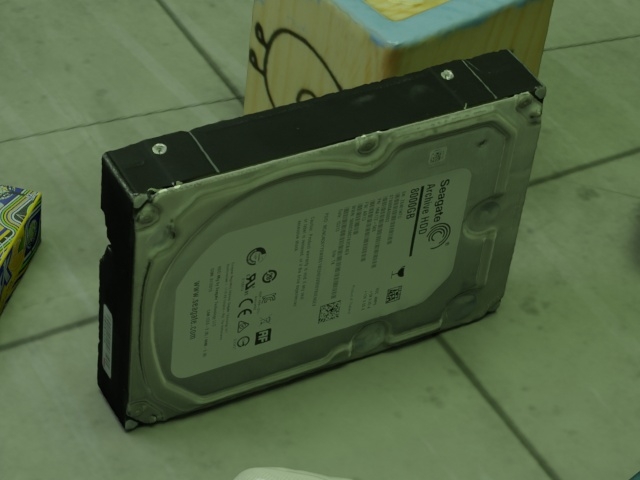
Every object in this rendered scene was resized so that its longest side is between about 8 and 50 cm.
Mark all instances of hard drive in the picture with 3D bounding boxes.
[{"bbox_3d":[0.000,0.000,1.397,0.339,0.237,0.064,-16,47,-26],"label":"hard drive"}]

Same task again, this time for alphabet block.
[{"bbox_3d":[0.065,-0.163,1.620,0.193,0.197,0.192,-23,49,-30],"label":"alphabet block"}]

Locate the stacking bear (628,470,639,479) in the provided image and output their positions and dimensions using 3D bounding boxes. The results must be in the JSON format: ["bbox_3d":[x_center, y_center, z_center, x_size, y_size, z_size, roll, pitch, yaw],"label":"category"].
[{"bbox_3d":[0.222,0.240,1.218,0.175,0.164,0.289,20,50,41],"label":"stacking bear"}]

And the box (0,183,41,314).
[{"bbox_3d":[-0.273,0.027,1.466,0.059,0.054,0.169,13,42,7],"label":"box"}]

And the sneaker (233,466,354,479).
[{"bbox_3d":[0.039,0.196,1.314,0.212,0.080,0.094,17,30,1],"label":"sneaker"}]
